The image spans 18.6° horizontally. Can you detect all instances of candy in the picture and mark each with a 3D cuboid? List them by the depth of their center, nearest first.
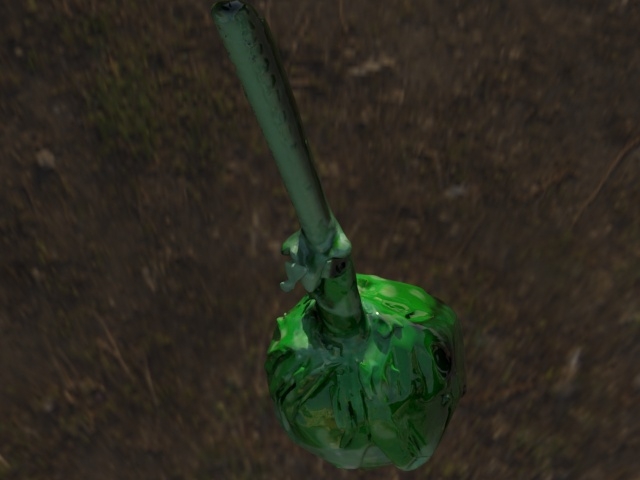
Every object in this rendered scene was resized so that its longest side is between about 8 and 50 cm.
[{"bbox_3d":[-0.002,0.001,0.812,0.097,0.323,0.097,-6,56,10],"label":"candy"}]
